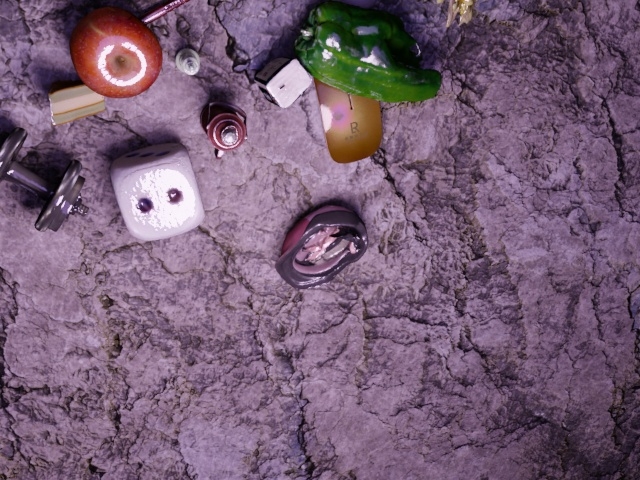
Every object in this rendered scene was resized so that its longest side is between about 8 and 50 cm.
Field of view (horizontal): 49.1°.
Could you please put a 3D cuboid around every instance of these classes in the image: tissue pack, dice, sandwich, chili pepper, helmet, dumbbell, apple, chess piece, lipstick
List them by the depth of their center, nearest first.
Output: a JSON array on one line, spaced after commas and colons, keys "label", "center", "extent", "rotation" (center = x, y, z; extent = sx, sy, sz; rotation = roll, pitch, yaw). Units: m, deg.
[{"label": "apple", "center": [-0.463, -0.426, 1.588], "extent": [0.201, 0.162, 0.201], "rotation": [-10, 123, -16]}, {"label": "sandwich", "center": [-0.553, -0.316, 1.597], "extent": [0.113, 0.163, 0.079], "rotation": [-6, 112, -14]}, {"label": "dumbbell", "center": [-0.669, -0.140, 1.618], "extent": [0.290, 0.192, 0.192], "rotation": [31, 99, -21]}, {"label": "chess piece", "center": [-0.306, -0.410, 1.635], "extent": [0.059, 0.149, 0.059], "rotation": [-5, 113, -12]}, {"label": "lipstick", "center": [-0.343, -0.554, 1.641], "extent": [0.176, 0.027, 0.027], "rotation": [-30, 115, -4]}, {"label": "chili pepper", "center": [0.129, -0.449, 1.677], "extent": [0.384, 0.167, 0.213], "rotation": [9, 100, -29]}, {"label": "tissue pack", "center": [-0.093, -0.384, 1.691], "extent": [0.103, 0.170, 0.090], "rotation": [-42, 115, 0]}, {"label": "dice", "center": [-0.392, -0.120, 1.698], "extent": [0.191, 0.193, 0.194], "rotation": [-15, 112, -8]}, {"label": "helmet", "center": [0.000, 0.000, 1.874], "extent": [0.253, 0.154, 0.198], "rotation": [-24, 136, 14]}]

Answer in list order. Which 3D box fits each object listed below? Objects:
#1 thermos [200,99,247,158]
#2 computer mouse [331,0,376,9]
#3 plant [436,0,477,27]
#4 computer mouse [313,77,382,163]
[{"label": "thermos", "center": [-0.230, -0.263, 1.665], "extent": [0.099, 0.232, 0.124], "rotation": [15, 106, -20]}, {"label": "computer mouse", "center": [0.035, -0.664, 1.650], "extent": [0.184, 0.121, 0.297], "rotation": [-45, 116, 6]}, {"label": "plant", "center": [0.361, -0.690, 1.659], "extent": [0.261, 0.306, 0.297], "rotation": [-24, 88, 25]}, {"label": "computer mouse", "center": [0.069, -0.349, 1.804], "extent": [0.158, 0.072, 0.310], "rotation": [-16, 112, -11]}]
